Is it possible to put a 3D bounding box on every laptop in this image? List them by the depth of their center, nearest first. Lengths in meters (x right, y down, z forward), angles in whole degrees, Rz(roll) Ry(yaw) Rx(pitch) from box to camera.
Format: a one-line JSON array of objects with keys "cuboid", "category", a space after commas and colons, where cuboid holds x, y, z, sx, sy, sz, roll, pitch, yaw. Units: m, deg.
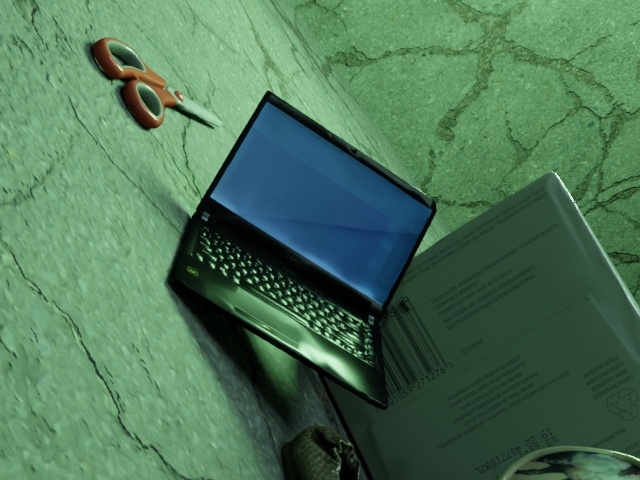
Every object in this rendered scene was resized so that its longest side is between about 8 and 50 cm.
[{"cuboid": [0.000, 0.000, 1.009, 0.234, 0.136, 0.264, 32, 19, -12], "category": "laptop"}]

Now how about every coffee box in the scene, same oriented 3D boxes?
[{"cuboid": [0.239, 0.182, 1.207, 0.338, 0.338, 0.334, 62, 13, 21], "category": "coffee box"}]

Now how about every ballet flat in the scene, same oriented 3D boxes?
[{"cuboid": [0.031, 0.262, 0.851, 0.084, 0.058, 0.249, 44, 19, -48], "category": "ballet flat"}]

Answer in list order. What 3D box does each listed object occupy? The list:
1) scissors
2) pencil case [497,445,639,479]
[{"cuboid": [-0.177, -0.177, 1.171, 0.109, 0.021, 0.297, 57, 14, 1], "category": "scissors"}, {"cuboid": [0.270, 0.383, 0.965, 0.160, 0.184, 0.410, -56, 142, -42], "category": "pencil case"}]
